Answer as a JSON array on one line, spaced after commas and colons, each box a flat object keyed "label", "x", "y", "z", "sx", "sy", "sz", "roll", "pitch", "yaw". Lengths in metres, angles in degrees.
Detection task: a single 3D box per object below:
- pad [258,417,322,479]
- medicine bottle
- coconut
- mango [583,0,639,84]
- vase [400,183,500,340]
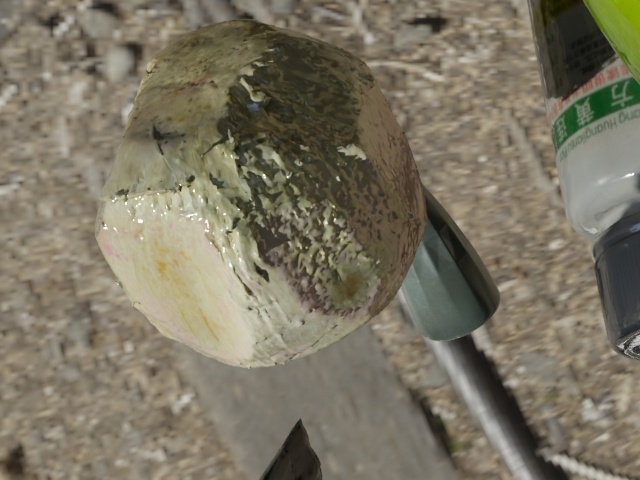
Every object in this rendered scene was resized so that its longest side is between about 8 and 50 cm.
[{"label": "pad", "x": -0.029, "y": 0.277, "z": 1.547, "sx": 0.022, "sy": 0.174, "sz": 0.233, "roll": 15, "pitch": 142, "yaw": 28}, {"label": "medicine bottle", "x": 0.299, "y": -0.084, "z": 1.582, "sx": 0.208, "sy": 0.208, "sz": 0.340, "roll": -19, "pitch": 68, "yaw": 30}, {"label": "coconut", "x": -0.033, "y": -0.018, "z": 1.059, "sx": 0.194, "sy": 0.194, "sz": 0.194, "roll": 4, "pitch": 97, "yaw": 29}, {"label": "mango", "x": 0.155, "y": -0.052, "z": 0.504, "sx": 0.233, "sy": 0.125, "sz": 0.111, "roll": 39, "pitch": 140, "yaw": 8}, {"label": "vase", "x": 0.090, "y": -0.013, "z": 1.777, "sx": 0.086, "sy": 0.086, "sz": 0.214, "roll": -14, "pitch": 118, "yaw": 30}]
